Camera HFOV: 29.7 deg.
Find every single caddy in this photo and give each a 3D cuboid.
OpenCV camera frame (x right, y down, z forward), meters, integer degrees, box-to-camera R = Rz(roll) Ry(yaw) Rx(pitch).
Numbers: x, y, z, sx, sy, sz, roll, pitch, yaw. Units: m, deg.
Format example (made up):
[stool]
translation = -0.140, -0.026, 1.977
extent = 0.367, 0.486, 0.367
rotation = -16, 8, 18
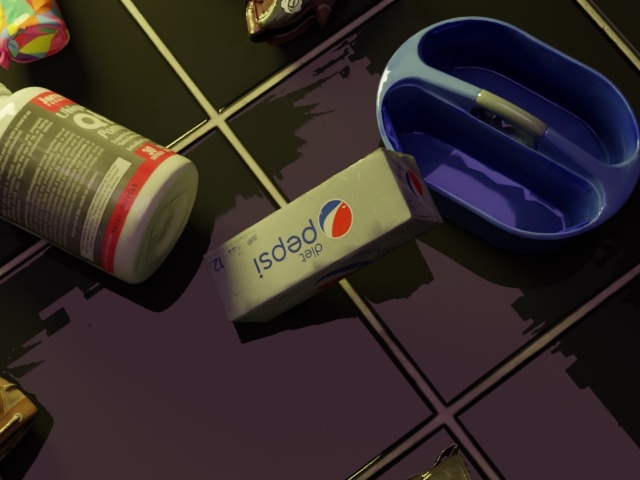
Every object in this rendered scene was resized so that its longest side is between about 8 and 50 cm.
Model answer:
[caddy]
translation = 0.233, -0.132, 1.526
extent = 0.341, 0.179, 0.241
rotation = 30, 77, 10

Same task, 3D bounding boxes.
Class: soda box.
[soda box]
translation = 0.000, 0.000, 1.480
extent = 0.286, 0.091, 0.098
rotation = -31, 72, 25

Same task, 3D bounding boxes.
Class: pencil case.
[pencil case]
translation = -0.426, -0.357, 1.659
extent = 0.105, 0.104, 0.236
rotation = -20, 73, -3

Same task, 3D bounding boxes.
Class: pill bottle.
[pill bottle]
translation = -0.331, -0.088, 1.539
extent = 0.319, 0.176, 0.176
rotation = 26, 77, 9

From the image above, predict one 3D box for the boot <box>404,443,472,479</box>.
[boot]
translation = 0.118, 0.394, 1.432
extent = 0.229, 0.091, 0.262
rotation = -19, 73, -2

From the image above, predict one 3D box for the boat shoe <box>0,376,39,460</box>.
[boat shoe]
translation = -0.458, 0.306, 1.459
extent = 0.116, 0.123, 0.324
rotation = 30, 71, 1

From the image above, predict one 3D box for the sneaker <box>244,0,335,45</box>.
[sneaker]
translation = -0.108, -0.355, 1.642
extent = 0.282, 0.106, 0.162
rotation = 13, 79, 5
